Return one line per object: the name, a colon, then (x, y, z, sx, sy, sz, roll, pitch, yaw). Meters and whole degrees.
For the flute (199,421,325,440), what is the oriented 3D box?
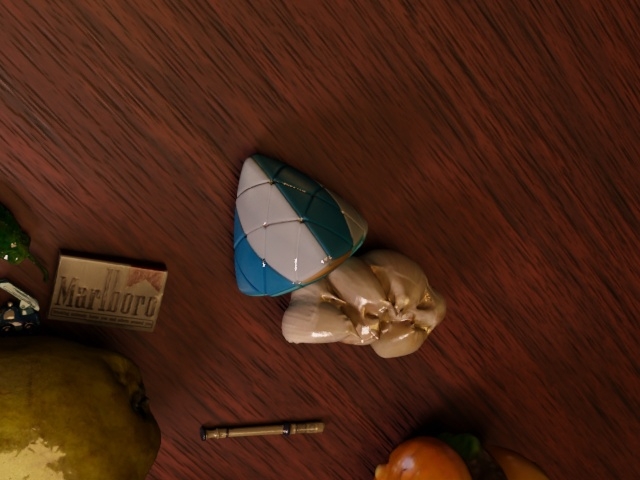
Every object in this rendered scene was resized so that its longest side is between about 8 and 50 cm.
flute: (-0.102, 0.344, 1.916, 0.233, 0.027, 0.027, 0, 111, -20)

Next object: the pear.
pear: (-0.454, 0.320, 1.610, 0.413, 0.352, 0.352, -23, 117, -21)

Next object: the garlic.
garlic: (0.085, 0.102, 1.792, 0.281, 0.203, 0.185, 11, 88, -19)

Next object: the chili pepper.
chili pepper: (-0.528, -0.012, 1.598, 0.279, 0.065, 0.122, 19, 113, -23)

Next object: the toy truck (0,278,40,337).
toy truck: (-0.482, 0.104, 1.670, 0.073, 0.056, 0.090, -9, 100, -21)

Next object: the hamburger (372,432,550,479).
hamburger: (0.237, 0.540, 1.920, 0.277, 0.396, 0.396, 12, 106, -23)

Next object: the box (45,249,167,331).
box: (-0.346, 0.082, 1.715, 0.177, 0.036, 0.115, 10, 107, -23)

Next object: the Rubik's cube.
Rubik's cube: (0.000, 0.000, 1.705, 0.254, 0.254, 0.254, -7, 113, -17)
